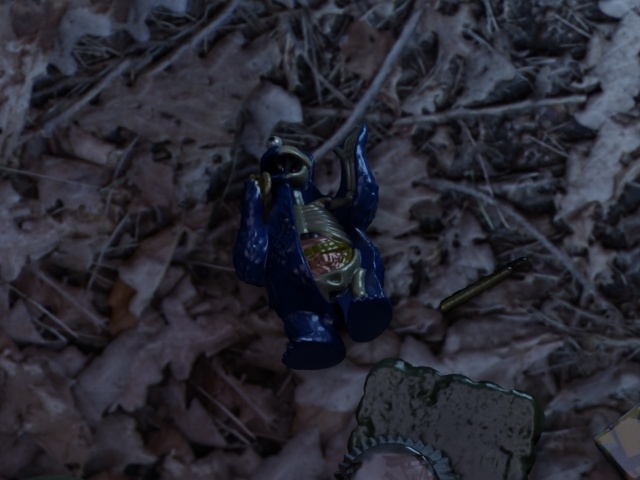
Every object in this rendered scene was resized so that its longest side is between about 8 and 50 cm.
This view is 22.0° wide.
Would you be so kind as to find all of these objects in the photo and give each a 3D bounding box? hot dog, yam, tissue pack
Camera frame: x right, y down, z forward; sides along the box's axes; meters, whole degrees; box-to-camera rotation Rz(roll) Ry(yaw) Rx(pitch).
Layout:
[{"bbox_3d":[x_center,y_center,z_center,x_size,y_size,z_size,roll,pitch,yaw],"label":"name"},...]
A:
[{"bbox_3d":[0.070,0.315,1.537,0.144,0.075,0.268,-4,80,8],"label":"hot dog"},{"bbox_3d":[0.169,0.045,1.708,0.107,0.014,0.014,-29,74,-1],"label":"yam"},{"bbox_3d":[0.354,0.223,1.616,0.108,0.060,0.148,-37,76,-3],"label":"tissue pack"}]

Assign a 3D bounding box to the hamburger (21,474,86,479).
[{"bbox_3d":[-0.239,0.358,1.611,0.295,0.151,0.227,28,75,17],"label":"hamburger"}]

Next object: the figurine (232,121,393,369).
[{"bbox_3d":[-0.006,0.007,1.695,0.164,0.121,0.262,-13,61,15],"label":"figurine"}]

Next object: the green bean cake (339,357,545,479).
[{"bbox_3d":[0.116,0.225,1.626,0.183,0.094,0.185,14,78,10],"label":"green bean cake"}]
